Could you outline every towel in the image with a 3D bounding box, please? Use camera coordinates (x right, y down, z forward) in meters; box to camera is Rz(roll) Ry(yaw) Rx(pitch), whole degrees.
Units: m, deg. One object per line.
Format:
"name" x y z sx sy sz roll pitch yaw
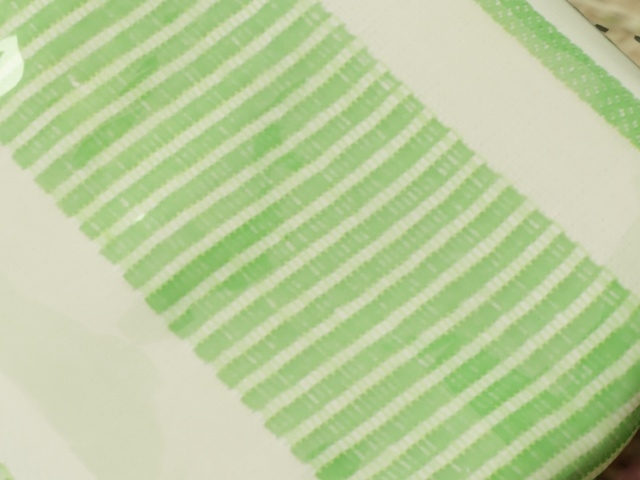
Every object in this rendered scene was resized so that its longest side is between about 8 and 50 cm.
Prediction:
"towel" -0.083 0.019 0.378 0.325 0.038 0.248 -40 76 -19
